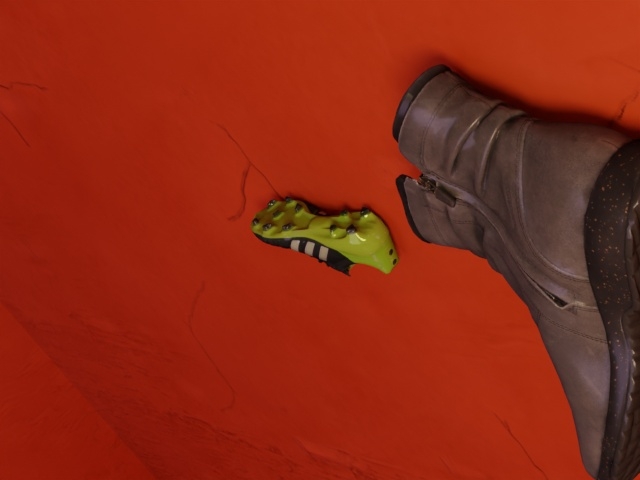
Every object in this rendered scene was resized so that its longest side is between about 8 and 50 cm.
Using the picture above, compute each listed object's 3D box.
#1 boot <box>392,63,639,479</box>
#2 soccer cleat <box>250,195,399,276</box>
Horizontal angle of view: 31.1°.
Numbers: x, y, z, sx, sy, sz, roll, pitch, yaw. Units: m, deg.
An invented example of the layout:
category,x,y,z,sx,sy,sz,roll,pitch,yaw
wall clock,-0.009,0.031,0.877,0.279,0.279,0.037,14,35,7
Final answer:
category,x,y,z,sx,sy,sz,roll,pitch,yaw
boot,0.172,0.028,0.883,0.223,0.118,0.338,26,139,38
soccer cleat,0.000,0.000,1.129,0.179,0.060,0.072,9,140,46
